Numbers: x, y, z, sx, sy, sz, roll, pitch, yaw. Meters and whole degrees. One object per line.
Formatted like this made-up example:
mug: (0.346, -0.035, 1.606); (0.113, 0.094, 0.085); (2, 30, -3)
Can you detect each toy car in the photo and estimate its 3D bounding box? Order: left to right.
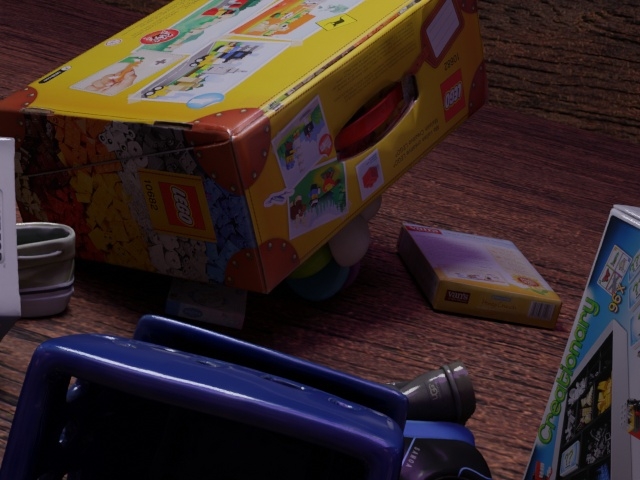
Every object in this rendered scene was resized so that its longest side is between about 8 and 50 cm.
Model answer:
toy car: (0.000, 0.000, 1.716); (0.159, 0.136, 0.182); (-9, 37, 22)

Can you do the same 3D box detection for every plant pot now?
plant pot: (-0.073, 0.183, 0.912); (0.236, 0.235, 0.212); (16, 10, 8)

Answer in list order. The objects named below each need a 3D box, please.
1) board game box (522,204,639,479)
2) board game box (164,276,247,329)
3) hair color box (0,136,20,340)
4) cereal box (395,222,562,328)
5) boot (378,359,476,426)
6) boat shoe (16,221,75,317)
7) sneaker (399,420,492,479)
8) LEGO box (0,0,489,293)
board game box: (0.277, 0.145, 1.152); (0.053, 0.305, 0.193); (4, 19, -34)
board game box: (-0.131, 0.070, 1.582); (0.090, 0.020, 0.090); (11, 16, -4)
hair color box: (-0.470, -0.006, 1.245); (0.375, 0.185, 0.113); (3, -22, -26)
cereal box: (0.211, 0.044, 1.877); (0.173, 0.047, 0.240); (10, 17, -12)
boot: (0.028, 0.171, 1.273); (0.209, 0.189, 0.076); (-16, 64, -9)
boat shoe: (-0.389, 0.026, 1.402); (0.302, 0.094, 0.109); (-3, 23, -42)
sneaker: (0.039, 0.204, 1.172); (0.232, 0.081, 0.090); (0, 36, -16)
LEGO box: (-0.082, -0.165, 1.673); (0.373, 0.193, 0.500); (9, 34, 35)
